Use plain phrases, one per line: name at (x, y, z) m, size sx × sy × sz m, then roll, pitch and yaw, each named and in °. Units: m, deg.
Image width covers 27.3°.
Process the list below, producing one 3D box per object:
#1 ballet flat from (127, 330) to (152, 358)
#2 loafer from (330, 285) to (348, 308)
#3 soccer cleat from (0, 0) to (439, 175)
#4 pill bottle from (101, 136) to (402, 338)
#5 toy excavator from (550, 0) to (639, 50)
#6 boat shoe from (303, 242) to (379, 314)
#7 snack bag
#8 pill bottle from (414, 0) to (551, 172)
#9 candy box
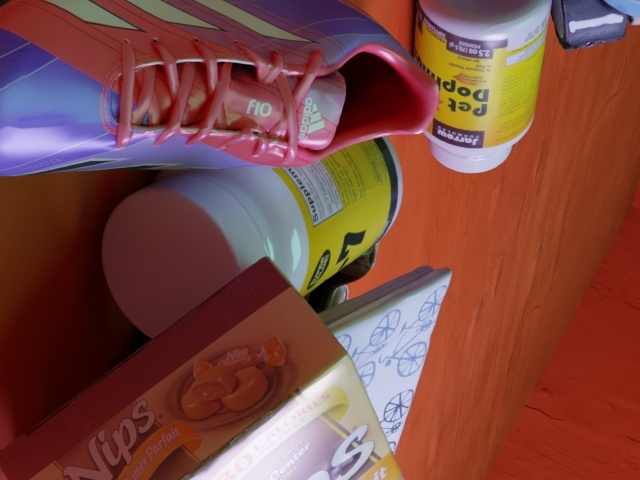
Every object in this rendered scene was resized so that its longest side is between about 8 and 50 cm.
ballet flat at (-0.090, 0.062, 0.914) m, size 0.173 × 0.049 × 0.057 m, roll -60°, pitch 160°, yaw -21°
loafer at (-0.006, 0.071, 1.168) m, size 0.148 × 0.050 × 0.056 m, roll -31°, pitch 141°, yaw -61°
soccer cleat at (-0.057, -0.081, 0.680) m, size 0.318 × 0.116 × 0.109 m, roll -17°, pitch 131°, yaw -53°
pill bottle at (-0.040, -0.014, 0.846) m, size 0.208 × 0.119 × 0.119 m, roll -33°, pitch 143°, yaw -56°
toy excavator at (0.268, -0.404, 0.996) m, size 0.445 × 0.222 × 0.433 m, roll 53°, pitch 27°, yaw -80°
boat shoe at (0.000, 0.000, 1.015) m, size 0.302 × 0.098 × 0.109 m, roll -63°, pitch 161°, yaw -10°
snack bag at (-0.063, 0.186, 0.947) m, size 0.342 × 0.037 × 0.323 m, roll -19°, pitch 138°, yaw -39°
pill bottle at (0.143, -0.160, 1.204) m, size 0.117 × 0.117 × 0.215 m, roll -56°, pitch 159°, yaw -30°
candy box at (-0.047, 0.162, 0.812) m, size 0.183 × 0.087 × 0.316 m, roll -37°, pitch 149°, yaw -9°
